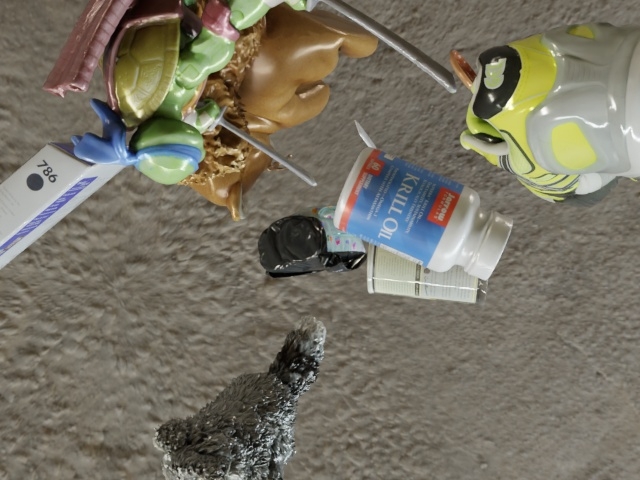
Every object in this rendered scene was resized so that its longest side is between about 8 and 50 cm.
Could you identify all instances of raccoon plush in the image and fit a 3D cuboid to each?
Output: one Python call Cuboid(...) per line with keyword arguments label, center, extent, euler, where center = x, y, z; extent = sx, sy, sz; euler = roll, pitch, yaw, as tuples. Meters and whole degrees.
Cuboid(label="raccoon plush", center=(-0.164, 0.309, 1.411), extent=(0.216, 0.299, 0.446), euler=(11, 70, 18))

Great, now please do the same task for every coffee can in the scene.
Cuboid(label="coffee can", center=(0.262, 0.042, 1.707), extent=(0.276, 0.201, 0.201), euler=(6, 84, 11))

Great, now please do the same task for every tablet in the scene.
Cuboid(label="tablet", center=(0.098, -0.210, 1.484), extent=(0.006, 0.054, 0.083), euler=(-30, 130, 15))

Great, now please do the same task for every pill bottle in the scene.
Cuboid(label="pill bottle", center=(0.140, -0.032, 0.970), extent=(0.222, 0.124, 0.124), euler=(23, 80, 7))

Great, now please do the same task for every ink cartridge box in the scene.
Cuboid(label="ink cartridge box", center=(-0.379, -0.047, 0.939), extent=(0.333, 0.165, 0.065), euler=(-37, 96, 5))

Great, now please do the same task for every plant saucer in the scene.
Cuboid(label="plant saucer", center=(0.233, -0.269, 1.146), extent=(0.013, 0.083, 0.083), euler=(-37, 98, 27))

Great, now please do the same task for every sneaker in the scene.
Cuboid(label="sneaker", center=(0.205, -0.115, 0.639), extent=(0.147, 0.385, 0.145), euler=(10, 88, 10))

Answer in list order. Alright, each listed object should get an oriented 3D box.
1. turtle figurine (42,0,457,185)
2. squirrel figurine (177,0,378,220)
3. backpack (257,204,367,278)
Cuboid(label="turtle figurine", center=(-0.077, -0.175, 0.576), extent=(0.275, 0.198, 0.266), euler=(-12, 80, -9))
Cuboid(label="squirrel figurine", center=(-0.153, -0.216, 1.115), extent=(0.281, 0.397, 0.370), euler=(35, 118, 13))
Cuboid(label="backpack", center=(0.000, 0.000, 1.207), extent=(0.182, 0.152, 0.115), euler=(-4, 87, -52))
